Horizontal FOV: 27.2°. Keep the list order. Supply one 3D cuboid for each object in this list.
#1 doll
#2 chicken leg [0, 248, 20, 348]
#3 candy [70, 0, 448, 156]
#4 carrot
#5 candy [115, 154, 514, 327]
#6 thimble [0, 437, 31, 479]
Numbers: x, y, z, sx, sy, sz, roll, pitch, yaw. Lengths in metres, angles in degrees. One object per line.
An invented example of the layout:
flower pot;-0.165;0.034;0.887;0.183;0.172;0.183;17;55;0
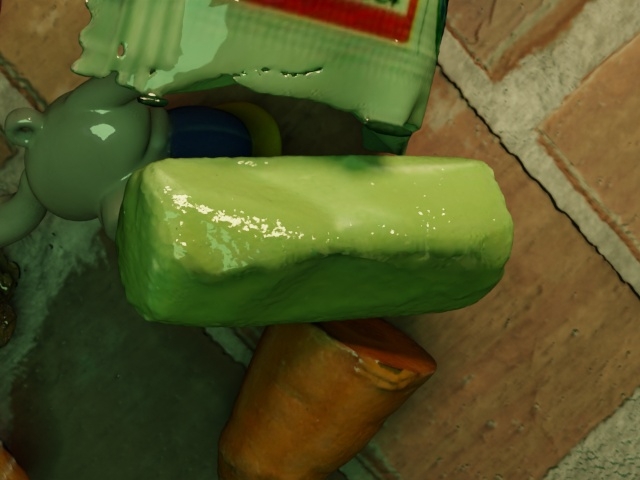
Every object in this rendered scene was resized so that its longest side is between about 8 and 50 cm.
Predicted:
doll;-0.175;-0.038;1.197;0.311;0.243;0.159;-29;65;24
chicken leg;-0.383;0.048;1.274;0.196;0.080;0.125;17;88;5
candy;-0.024;-0.217;1.089;0.172;0.398;0.262;11;91;44
carrot;-0.018;0.168;1.244;0.159;0.159;0.225;32;99;-4
candy;0.000;0.000;1.131;0.344;0.142;0.132;-2;68;-26
thimble;-0.393;0.249;1.218;0.237;0.237;0.150;-35;97;5
